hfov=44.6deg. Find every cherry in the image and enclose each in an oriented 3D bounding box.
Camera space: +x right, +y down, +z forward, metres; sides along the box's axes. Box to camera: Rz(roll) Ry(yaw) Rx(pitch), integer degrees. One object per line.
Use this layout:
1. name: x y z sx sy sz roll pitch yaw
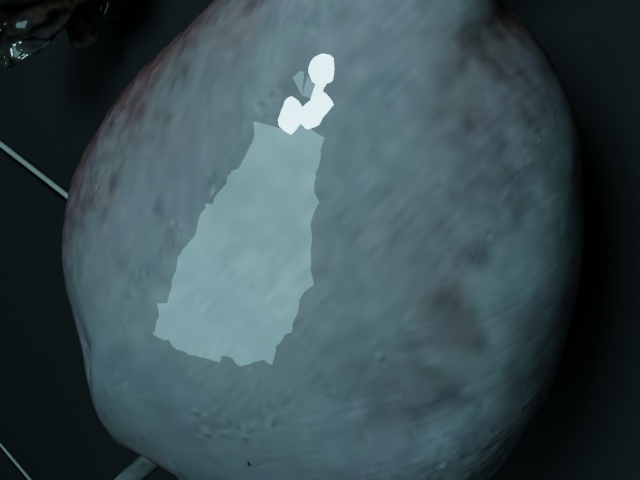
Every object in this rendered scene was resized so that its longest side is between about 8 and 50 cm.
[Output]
1. cherry: 0.007 0.010 0.467 0.335 0.291 0.326 -31 75 40

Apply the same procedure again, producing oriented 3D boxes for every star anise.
1. star anise: -0.232 -0.247 0.672 0.099 0.214 0.220 52 150 24
